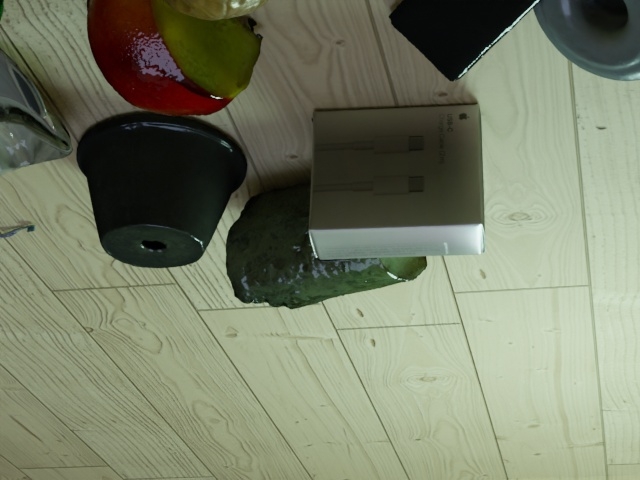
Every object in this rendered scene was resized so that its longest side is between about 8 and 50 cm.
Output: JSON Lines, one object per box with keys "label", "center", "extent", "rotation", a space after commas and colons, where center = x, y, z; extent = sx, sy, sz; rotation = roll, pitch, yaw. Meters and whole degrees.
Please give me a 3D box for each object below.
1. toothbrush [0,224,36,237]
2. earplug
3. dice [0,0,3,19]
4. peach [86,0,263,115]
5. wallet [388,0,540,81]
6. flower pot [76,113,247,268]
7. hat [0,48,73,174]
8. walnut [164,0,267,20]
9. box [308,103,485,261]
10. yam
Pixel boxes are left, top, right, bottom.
{"label": "toothbrush", "center": [-0.544, -0.012, 2.401], "extent": [0.131, 0.013, 0.011], "rotation": [-11, 145, 29]}
{"label": "earplug", "center": [0.405, -0.277, 1.665], "extent": [0.325, 0.175, 0.214], "rotation": [22, 152, -15]}
{"label": "dice", "center": [-0.533, -0.233, 1.622], "extent": [0.287, 0.300, 0.297], "rotation": [13, 139, -16]}
{"label": "peach", "center": [-0.213, -0.252, 1.756], "extent": [0.158, 0.154, 0.267], "rotation": [-13, 149, 30]}
{"label": "wallet", "center": [0.184, -0.295, 1.710], "extent": [0.124, 0.025, 0.244], "rotation": [44, 144, -3]}
{"label": "flower pot", "center": [-0.248, -0.059, 2.123], "extent": [0.269, 0.166, 0.269], "rotation": [0, 152, 0]}
{"label": "hat", "center": [-0.480, -0.185, 1.990], "extent": [0.219, 0.164, 0.226], "rotation": [-15, 111, 5]}
{"label": "walnut", "center": [-0.114, -0.349, 1.515], "extent": [0.195, 0.195, 0.222], "rotation": [8, 150, -10]}
{"label": "box", "center": [0.110, -0.083, 1.999], "extent": [0.251, 0.203, 0.106], "rotation": [-1, 151, 7]}
{"label": "yam", "center": [0.000, 0.000, 2.189], "extent": [0.300, 0.195, 0.195], "rotation": [-14, 148, 26]}
